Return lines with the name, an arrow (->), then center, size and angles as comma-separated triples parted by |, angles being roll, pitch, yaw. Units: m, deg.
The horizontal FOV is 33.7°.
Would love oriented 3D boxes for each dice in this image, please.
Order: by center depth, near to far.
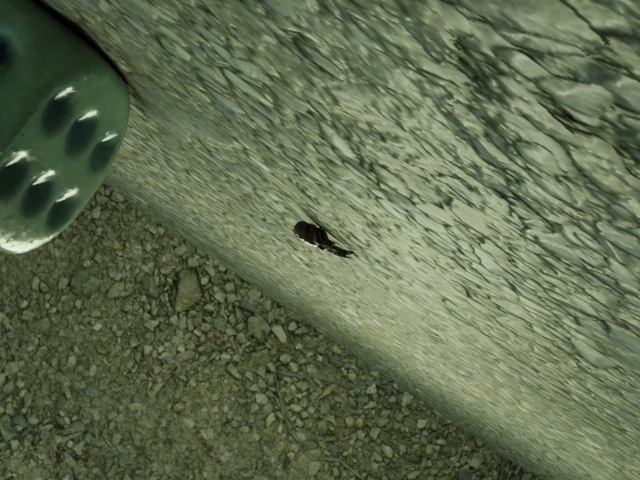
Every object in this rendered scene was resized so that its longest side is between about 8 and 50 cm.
dice -> -0.412, -0.158, 1.293 | 0.262, 0.265, 0.268 | 32, 172, 13

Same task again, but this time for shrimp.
shrimp -> 0.001, 0.001, 1.438 | 0.092, 0.029, 0.038 | 32, 173, -17
